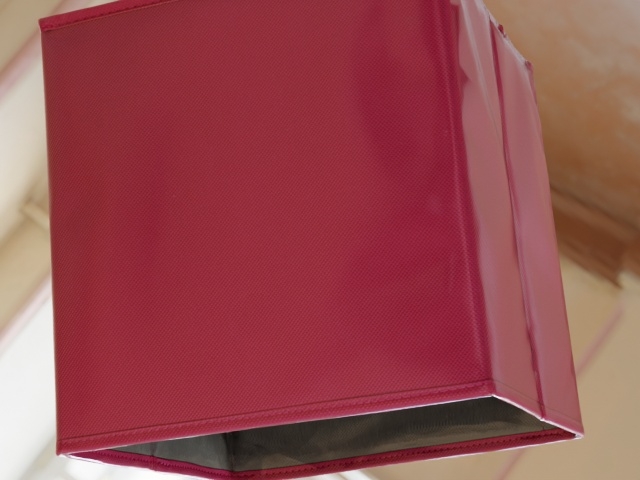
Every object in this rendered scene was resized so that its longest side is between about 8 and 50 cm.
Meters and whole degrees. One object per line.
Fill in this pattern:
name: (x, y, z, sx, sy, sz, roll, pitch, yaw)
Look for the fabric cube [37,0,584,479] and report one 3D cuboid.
fabric cube: (0.000, 0.000, 1.003, 0.254, 0.258, 0.259, -11, 165, 18)
